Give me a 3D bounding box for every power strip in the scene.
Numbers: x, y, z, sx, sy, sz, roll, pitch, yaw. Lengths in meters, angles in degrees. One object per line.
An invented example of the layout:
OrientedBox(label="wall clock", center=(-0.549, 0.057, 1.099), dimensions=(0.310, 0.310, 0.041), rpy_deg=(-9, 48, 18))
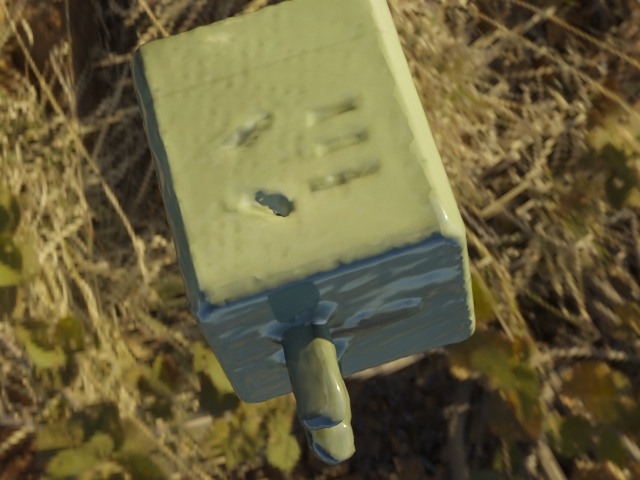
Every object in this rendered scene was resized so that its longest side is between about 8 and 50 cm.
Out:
OrientedBox(label="power strip", center=(0.000, 0.000, 0.785), dimensions=(0.140, 0.224, 0.139), rpy_deg=(-17, 152, -1))
